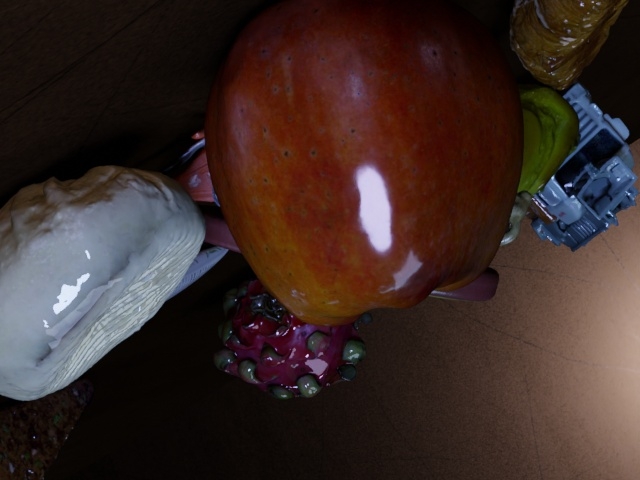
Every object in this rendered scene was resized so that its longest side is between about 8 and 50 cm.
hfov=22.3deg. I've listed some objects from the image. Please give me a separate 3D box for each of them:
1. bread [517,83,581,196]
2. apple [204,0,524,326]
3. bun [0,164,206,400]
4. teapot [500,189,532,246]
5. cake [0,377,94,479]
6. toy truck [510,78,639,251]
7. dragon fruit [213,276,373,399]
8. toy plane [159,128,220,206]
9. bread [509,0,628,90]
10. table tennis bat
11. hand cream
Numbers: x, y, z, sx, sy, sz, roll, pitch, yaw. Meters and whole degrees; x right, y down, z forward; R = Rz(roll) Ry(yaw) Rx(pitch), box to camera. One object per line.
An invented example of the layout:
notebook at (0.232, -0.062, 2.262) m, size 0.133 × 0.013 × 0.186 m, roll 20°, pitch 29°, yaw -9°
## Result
bread at (0.100, -0.065, 1.634) m, size 0.166 × 0.112 × 0.383 m, roll -49°, pitch -165°, yaw -28°
apple at (0.031, -0.062, 1.087) m, size 0.234 × 0.234 × 0.234 m, roll -29°, pitch 173°, yaw -4°
bun at (-0.187, 0.016, 1.179) m, size 0.222 × 0.127 × 0.222 m, roll -45°, pitch 171°, yaw -9°
teapot at (0.095, -0.065, 1.371) m, size 0.173 × 0.182 × 0.269 m, roll -41°, pitch -170°, yaw 5°
cake at (-0.410, 0.240, 2.145) m, size 0.112 × 0.135 × 0.246 m, roll -20°, pitch -151°, yaw 37°
toy truck at (0.293, -0.080, 1.976) m, size 0.133 × 0.184 × 0.338 m, roll -43°, pitch 179°, yaw -9°
dragon fruit at (-0.049, 0.120, 2.236) m, size 0.218 × 0.198 × 0.273 m, roll -39°, pitch -160°, yaw -13°
toy plane at (-0.097, -0.047, 1.261) m, size 0.194 × 0.077 × 0.126 m, roll -23°, pitch 175°, yaw -12°
bread at (0.213, -0.196, 1.427) m, size 0.105 × 0.076 × 0.233 m, roll -40°, pitch 168°, yaw -11°
table tennis bat at (0.000, 0.000, 1.444) m, size 0.268 × 0.051 × 0.415 m, roll 11°, pitch -177°, yaw -21°
hand cream at (-0.167, 0.042, 1.752) m, size 0.067 × 0.042 × 0.194 m, roll -45°, pitch 171°, yaw 36°
